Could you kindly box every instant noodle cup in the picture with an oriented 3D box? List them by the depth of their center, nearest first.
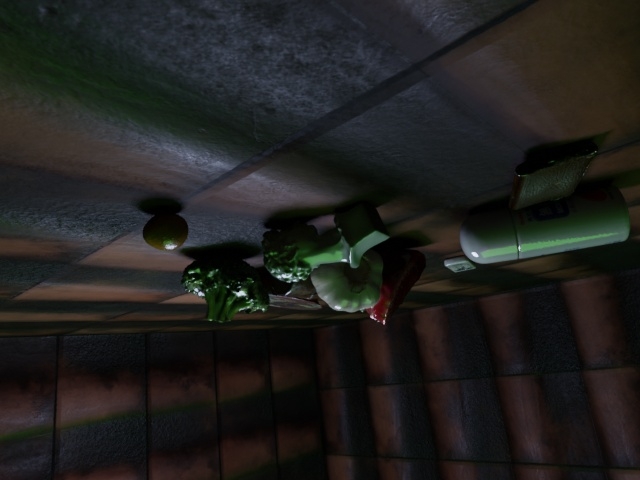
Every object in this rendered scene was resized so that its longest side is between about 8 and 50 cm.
[{"bbox_3d":[-0.120,0.165,1.494,0.274,0.090,0.274,8,164,2],"label":"instant noodle cup"}]

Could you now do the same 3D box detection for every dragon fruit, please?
[{"bbox_3d":[0.203,0.092,1.283,0.262,0.163,0.189,-44,172,-32],"label":"dragon fruit"}]

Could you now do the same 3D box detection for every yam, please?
[{"bbox_3d":[-0.022,0.119,1.360,0.131,0.131,0.280,-19,159,37],"label":"yam"}]

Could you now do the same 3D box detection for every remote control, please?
[{"bbox_3d":[0.516,0.088,1.656,0.088,0.029,0.190,-14,163,23],"label":"remote control"}]

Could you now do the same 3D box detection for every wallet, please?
[{"bbox_3d":[0.437,-0.117,0.870,0.133,0.039,0.243,-18,162,16],"label":"wallet"}]

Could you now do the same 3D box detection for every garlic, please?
[{"bbox_3d":[0.057,0.108,1.208,0.199,0.199,0.226,-1,161,-22],"label":"garlic"}]

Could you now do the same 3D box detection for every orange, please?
[{"bbox_3d":[-0.289,-0.017,0.839,0.085,0.085,0.085,-6,165,-2],"label":"orange"}]

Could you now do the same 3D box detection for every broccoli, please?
[{"bbox_3d":[-0.250,0.124,1.186,0.198,0.176,0.226,-7,-177,33],"label":"broccoli"}]

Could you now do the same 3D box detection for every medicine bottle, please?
[{"bbox_3d":[0.498,-0.029,1.038,0.341,0.130,0.130,-12,164,17],"label":"medicine bottle"}]

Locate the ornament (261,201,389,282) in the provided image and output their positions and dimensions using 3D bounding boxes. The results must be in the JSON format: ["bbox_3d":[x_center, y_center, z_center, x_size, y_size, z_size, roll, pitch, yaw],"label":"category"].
[{"bbox_3d":[0.008,0.013,0.976,0.285,0.130,0.120,-13,159,17],"label":"ornament"}]

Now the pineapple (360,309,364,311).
[{"bbox_3d":[0.183,0.173,1.596,0.166,0.166,0.193,-20,167,40],"label":"pineapple"}]
